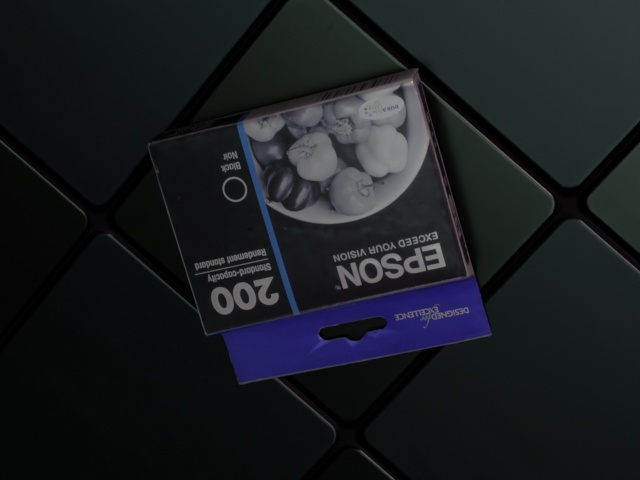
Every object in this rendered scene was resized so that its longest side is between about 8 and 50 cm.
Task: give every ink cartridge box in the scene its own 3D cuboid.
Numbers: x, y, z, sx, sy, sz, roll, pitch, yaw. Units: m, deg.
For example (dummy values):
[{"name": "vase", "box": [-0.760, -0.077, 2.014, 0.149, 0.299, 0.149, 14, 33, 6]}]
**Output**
[{"name": "ink cartridge box", "box": [0.000, 0.000, 1.223, 0.206, 0.045, 0.208, -13, 105, 16]}]
